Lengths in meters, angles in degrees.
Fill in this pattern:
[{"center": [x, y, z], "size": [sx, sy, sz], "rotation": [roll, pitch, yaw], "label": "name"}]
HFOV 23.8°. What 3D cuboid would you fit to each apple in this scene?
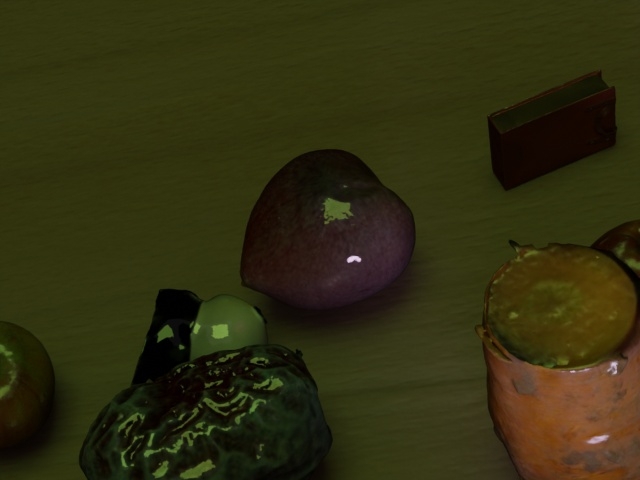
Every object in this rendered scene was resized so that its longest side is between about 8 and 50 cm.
[{"center": [-0.447, 0.201, 2.082], "size": [0.183, 0.155, 0.182], "rotation": [2, 57, -3], "label": "apple"}, {"center": [0.415, 0.053, 2.019], "size": [0.156, 0.158, 0.147], "rotation": [36, 67, 28], "label": "apple"}]

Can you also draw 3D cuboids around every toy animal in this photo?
[{"center": [-0.163, 0.150, 2.084], "size": [0.179, 0.138, 0.166], "rotation": [6, 72, 6], "label": "toy animal"}]

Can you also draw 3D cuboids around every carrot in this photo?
[{"center": [0.309, 0.169, 1.826], "size": [0.224, 0.340, 0.224], "rotation": [-6, 50, 8], "label": "carrot"}]

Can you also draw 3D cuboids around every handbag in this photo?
[{"center": [0.343, -0.163, 2.230], "size": [0.190, 0.127, 0.062], "rotation": [-23, 50, -9], "label": "handbag"}]

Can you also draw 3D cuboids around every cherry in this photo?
[{"center": [0.008, -0.003, 2.133], "size": [0.239, 0.206, 0.239], "rotation": [-8, 73, 29], "label": "cherry"}]

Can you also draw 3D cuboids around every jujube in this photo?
[{"center": [-0.141, 0.257, 1.933], "size": [0.317, 0.226, 0.226], "rotation": [-26, 51, -13], "label": "jujube"}]
